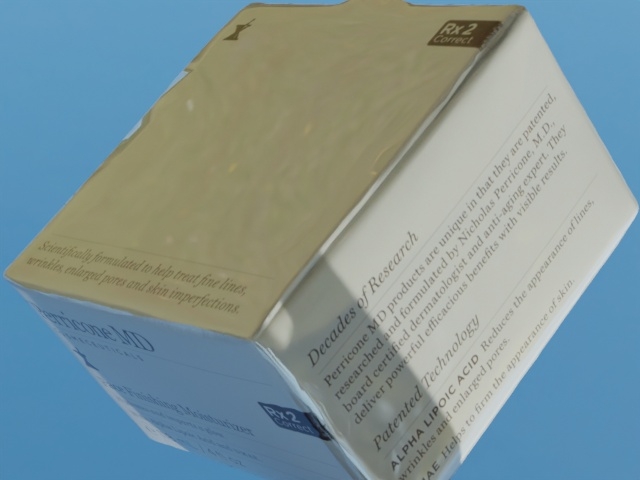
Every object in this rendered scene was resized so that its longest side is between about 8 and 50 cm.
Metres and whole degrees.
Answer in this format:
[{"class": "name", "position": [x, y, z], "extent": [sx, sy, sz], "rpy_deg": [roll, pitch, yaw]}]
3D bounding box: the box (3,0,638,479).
[{"class": "box", "position": [0.000, 0.000, 0.690], "extent": [0.181, 0.119, 0.182], "rpy_deg": [10, -126, 50]}]
